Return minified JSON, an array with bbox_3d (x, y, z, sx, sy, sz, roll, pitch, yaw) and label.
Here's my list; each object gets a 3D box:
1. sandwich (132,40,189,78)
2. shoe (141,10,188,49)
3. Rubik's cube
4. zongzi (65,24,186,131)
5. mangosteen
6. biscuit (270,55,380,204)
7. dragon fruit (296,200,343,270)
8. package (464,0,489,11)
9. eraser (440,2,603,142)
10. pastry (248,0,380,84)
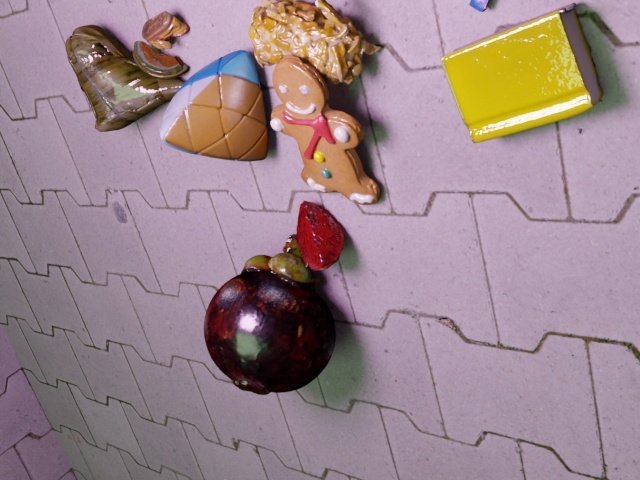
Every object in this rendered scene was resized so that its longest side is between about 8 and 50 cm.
[{"bbox_3d":[-0.363,-0.398,1.596,0.135,0.067,0.029,19,163,4],"label":"sandwich"},{"bbox_3d":[-0.340,-0.453,1.555,0.109,0.069,0.072,-37,53,37],"label":"shoe"},{"bbox_3d":[-0.262,-0.265,1.505,0.254,0.254,0.255,22,130,30],"label":"Rubik's cube"},{"bbox_3d":[-0.449,-0.412,1.656,0.274,0.125,0.251,-20,100,30],"label":"zongzi"},{"bbox_3d":[-0.103,0.177,1.648,0.306,0.360,0.306,18,159,7],"label":"mangosteen"},{"bbox_3d":[-0.010,-0.200,1.371,0.216,0.047,0.340,17,147,32],"label":"biscuit"},{"bbox_3d":[0.000,0.000,1.552,0.162,0.083,0.106,69,152,21],"label":"dragon fruit"},{"bbox_3d":[0.219,-0.464,1.086,0.173,0.027,0.171,40,133,15],"label":"package"},{"bbox_3d":[0.310,-0.253,1.112,0.226,0.069,0.158,-11,110,45],"label":"eraser"},{"bbox_3d":[-0.018,-0.371,1.300,0.249,0.102,0.154,20,121,32],"label":"pastry"}]
